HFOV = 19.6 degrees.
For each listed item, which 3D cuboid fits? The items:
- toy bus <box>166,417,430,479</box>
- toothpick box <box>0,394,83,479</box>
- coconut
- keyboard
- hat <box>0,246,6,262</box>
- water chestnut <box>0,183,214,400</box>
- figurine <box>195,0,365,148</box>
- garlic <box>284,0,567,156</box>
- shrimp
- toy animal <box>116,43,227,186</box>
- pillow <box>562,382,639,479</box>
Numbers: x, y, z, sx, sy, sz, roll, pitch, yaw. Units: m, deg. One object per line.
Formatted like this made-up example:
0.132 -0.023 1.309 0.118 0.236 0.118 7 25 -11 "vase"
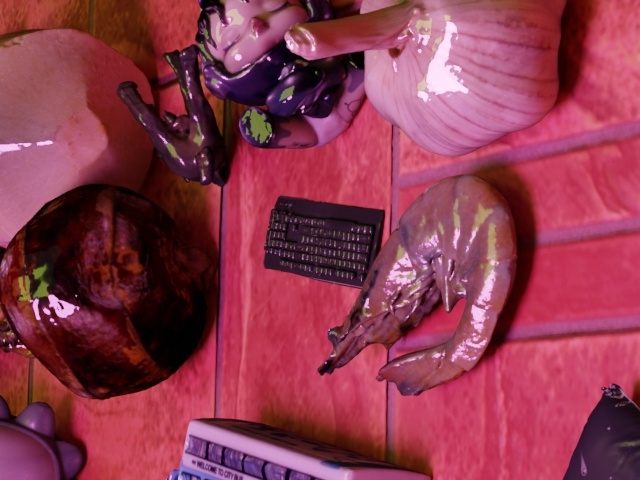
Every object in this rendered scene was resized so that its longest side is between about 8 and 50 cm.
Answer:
-0.025 0.240 1.630 0.297 0.106 0.131 9 91 58 "toy bus"
-0.391 0.333 2.144 0.229 0.229 0.316 13 95 59 "toothpick box"
-0.307 -0.114 2.027 0.259 0.259 0.259 -16 72 58 "coconut"
-0.002 0.000 1.715 0.196 0.015 0.074 11 94 59 "keyboard"
-0.439 -0.045 2.371 0.381 0.257 0.366 -53 8 -16 "hat"
-0.236 0.051 1.893 0.238 0.224 0.223 -18 66 24 "water chestnut"
-0.041 -0.179 1.723 0.222 0.145 0.145 55 131 34 "figurine"
0.065 -0.164 1.431 0.199 0.226 0.199 2 92 59 "garlic"
0.090 0.059 1.516 0.254 0.059 0.145 -57 49 30 "shrimp"
-0.130 -0.111 1.839 0.148 0.084 0.233 57 172 -10 "toy animal"
0.230 0.205 1.257 0.208 0.055 0.141 42 112 53 "pillow"
